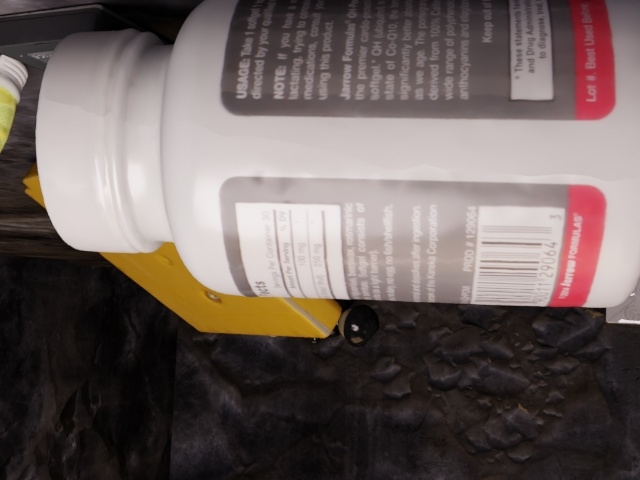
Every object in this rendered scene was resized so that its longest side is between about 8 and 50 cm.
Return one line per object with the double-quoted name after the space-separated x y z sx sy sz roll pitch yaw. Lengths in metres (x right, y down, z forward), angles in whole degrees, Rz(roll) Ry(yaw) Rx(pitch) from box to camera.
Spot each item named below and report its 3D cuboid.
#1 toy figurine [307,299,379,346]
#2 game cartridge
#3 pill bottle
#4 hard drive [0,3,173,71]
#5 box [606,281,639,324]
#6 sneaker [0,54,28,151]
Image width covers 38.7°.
-0.011 0.037 1.252 0.210 0.213 0.148 14 180 -43 "toy figurine"
-0.169 0.004 1.064 0.324 0.052 0.285 45 152 -28 "game cartridge"
0.014 -0.054 0.522 0.319 0.176 0.176 2 174 7 "pill bottle"
-0.149 -0.126 0.631 0.094 0.022 0.135 0 173 23 "hard drive"
0.531 0.062 1.488 0.087 0.169 0.290 -1 174 26 "box"
-0.311 -0.098 0.624 0.209 0.094 0.081 7 174 -25 "sneaker"
